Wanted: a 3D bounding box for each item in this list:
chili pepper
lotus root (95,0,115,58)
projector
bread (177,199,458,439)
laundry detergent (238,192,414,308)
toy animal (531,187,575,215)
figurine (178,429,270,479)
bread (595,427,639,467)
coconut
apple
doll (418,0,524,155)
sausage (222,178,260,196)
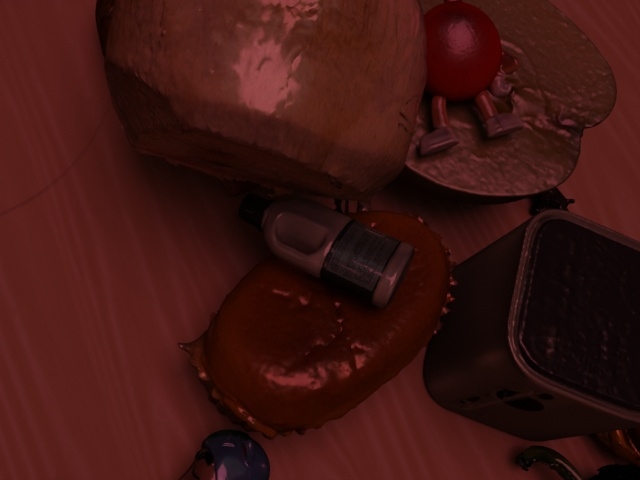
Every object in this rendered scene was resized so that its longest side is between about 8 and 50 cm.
[{"bbox_3d":[0.393,0.387,0.975,0.174,0.165,0.261,-39,83,-13],"label":"chili pepper"},{"bbox_3d":[-0.254,-0.310,1.038,0.145,0.128,0.260,-4,78,-35],"label":"lotus root"},{"bbox_3d":[0.321,0.131,0.993,0.249,0.249,0.248,23,65,-9],"label":"projector"},{"bbox_3d":[0.017,0.100,0.945,0.236,0.183,0.388,45,64,5],"label":"bread"},{"bbox_3d":[0.000,0.000,0.881,0.226,0.070,0.099,25,54,10],"label":"laundry detergent"},{"bbox_3d":[0.385,-0.074,1.199,0.136,0.047,0.065,41,56,6],"label":"toy animal"},{"bbox_3d":[-0.126,0.326,0.859,0.145,0.114,0.178,-11,90,-10],"label":"figurine"},{"bbox_3d":[0.539,0.271,1.081,0.236,0.120,0.198,31,63,-5],"label":"bread"},{"bbox_3d":[-0.058,-0.254,0.861,0.405,0.404,0.404,6,69,-16],"label":"coconut"},{"bbox_3d":[0.244,-0.223,1.077,0.360,0.320,0.311,31,27,2],"label":"apple"},{"bbox_3d":[0.187,-0.241,0.993,0.183,0.085,0.217,-14,92,-5],"label":"doll"},{"bbox_3d":[-0.108,-0.093,1.056,0.083,0.034,0.034,-26,80,-24],"label":"sausage"}]
